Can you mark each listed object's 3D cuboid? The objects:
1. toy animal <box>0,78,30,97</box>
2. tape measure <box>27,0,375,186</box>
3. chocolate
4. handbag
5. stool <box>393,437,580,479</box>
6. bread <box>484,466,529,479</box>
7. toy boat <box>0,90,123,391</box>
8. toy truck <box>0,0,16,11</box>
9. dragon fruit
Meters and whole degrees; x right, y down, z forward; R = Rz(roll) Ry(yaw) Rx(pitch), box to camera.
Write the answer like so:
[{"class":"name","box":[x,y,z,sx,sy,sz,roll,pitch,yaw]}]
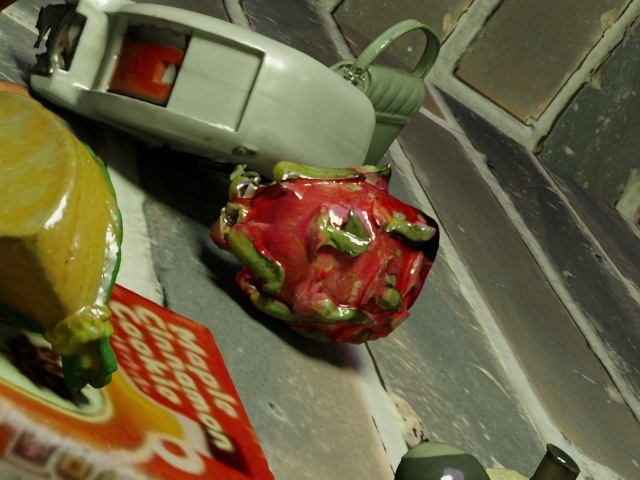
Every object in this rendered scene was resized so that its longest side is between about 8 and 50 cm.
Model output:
[{"class":"toy animal","box":[-0.318,-0.146,1.063,0.338,0.191,0.216,32,15,-18]},{"class":"tape measure","box":[-0.101,-0.127,1.572,0.265,0.130,0.258,17,-6,43]},{"class":"chocolate","box":[-0.141,0.097,0.898,0.235,0.108,0.237,30,14,-28]},{"class":"handbag","box":[0.053,-0.169,1.977,0.079,0.219,0.256,43,14,13]},{"class":"stool","box":[0.142,0.214,1.141,0.228,0.139,0.153,43,13,11]},{"class":"bread","box":[0.209,0.264,1.347,0.182,0.039,0.251,18,23,-51]},{"class":"toy boat","box":[-0.149,-0.014,0.876,0.229,0.089,0.088,-122,-168,-52]},{"class":"toy truck","box":[-0.310,-0.265,1.342,0.204,0.288,0.212,32,27,-14]},{"class":"dragon fruit","box":[0.000,0.000,1.454,0.172,0.160,0.166,22,63,-25]}]
